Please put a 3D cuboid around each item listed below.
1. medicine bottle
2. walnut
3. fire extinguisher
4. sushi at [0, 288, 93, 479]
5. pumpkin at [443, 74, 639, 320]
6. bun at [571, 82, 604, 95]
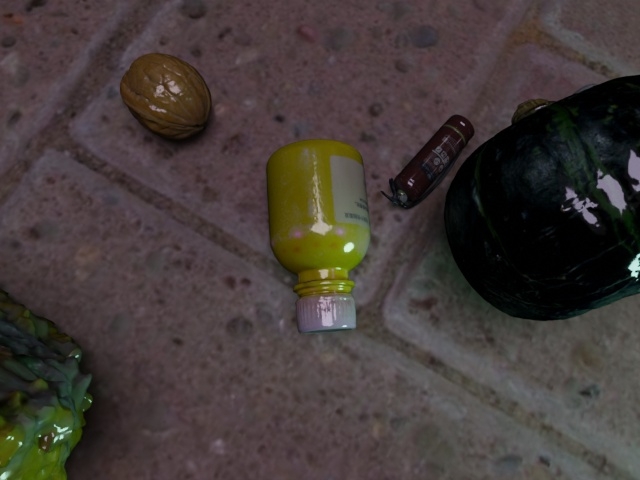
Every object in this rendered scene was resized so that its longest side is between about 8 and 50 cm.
[{"bbox_3d":[0.000,0.000,0.576,0.121,0.122,0.213,-3,76,-4],"label":"medicine bottle"},{"bbox_3d":[-0.200,-0.188,0.627,0.124,0.105,0.105,40,77,11],"label":"walnut"},{"bbox_3d":[0.144,-0.100,0.651,0.158,0.043,0.064,-48,125,-12],"label":"fire extinguisher"},{"bbox_3d":[-0.402,0.127,0.399,0.396,0.351,0.240,32,76,7],"label":"sushi"},{"bbox_3d":[0.283,-0.048,0.520,0.314,0.315,0.239,-17,79,-8],"label":"pumpkin"},{"bbox_3d":[0.399,-0.157,0.660,0.140,0.083,0.141,0,77,-1],"label":"bun"}]
